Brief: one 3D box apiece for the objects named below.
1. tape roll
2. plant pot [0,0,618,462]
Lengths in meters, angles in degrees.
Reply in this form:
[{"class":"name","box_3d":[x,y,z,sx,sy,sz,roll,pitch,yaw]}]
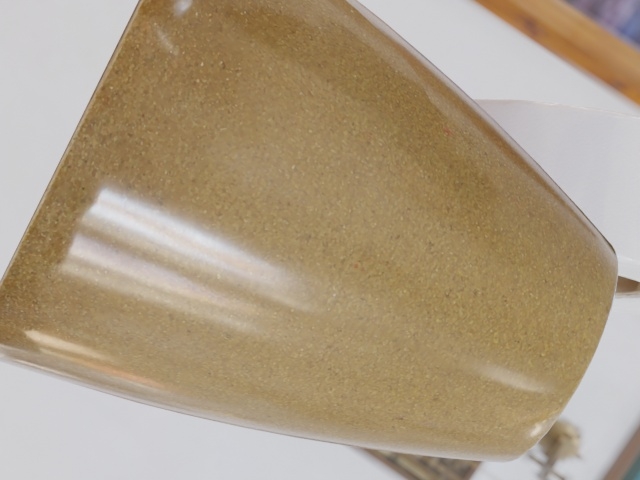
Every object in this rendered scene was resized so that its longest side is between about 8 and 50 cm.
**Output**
[{"class":"tape roll","box_3d":[0.174,-0.018,1.280,0.286,0.286,0.100,107,-8,-81]},{"class":"plant pot","box_3d":[0.000,0.000,0.831,0.237,0.254,0.237,-60,-171,15]}]
